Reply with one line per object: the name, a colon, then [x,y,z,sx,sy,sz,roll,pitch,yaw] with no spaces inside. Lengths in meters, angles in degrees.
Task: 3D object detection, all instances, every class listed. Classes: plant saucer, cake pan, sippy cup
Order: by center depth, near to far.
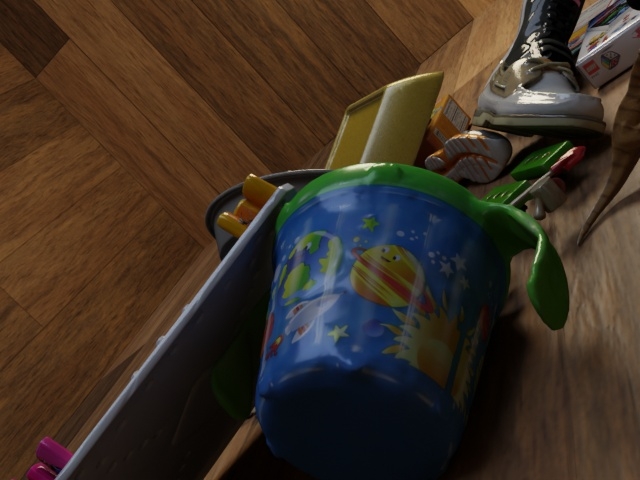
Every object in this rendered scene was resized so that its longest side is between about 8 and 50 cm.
sippy cup: [0.048,0.086,0.717,0.224,0.240,0.305,-73,7,-49]
cake pan: [0.000,0.000,1.027,0.293,0.293,0.054,-31,53,50]
plant saucer: [0.078,-0.143,1.489,0.333,0.081,0.332,176,114,-75]

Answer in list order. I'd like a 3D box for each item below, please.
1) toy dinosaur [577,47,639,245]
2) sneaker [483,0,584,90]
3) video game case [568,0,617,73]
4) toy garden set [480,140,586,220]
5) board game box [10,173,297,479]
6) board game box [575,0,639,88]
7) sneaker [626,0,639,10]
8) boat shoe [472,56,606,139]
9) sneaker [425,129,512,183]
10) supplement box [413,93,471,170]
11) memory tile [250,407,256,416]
toy dinosaur: [0.313,-0.102,0.807,0.064,0.112,0.211,-129,43,-59]
sneaker: [0.368,-0.318,1.264,0.295,0.105,0.147,-64,19,10]
video game case: [0.431,-0.337,1.451,0.204,0.025,0.285,-30,16,50]
toy garden set: [0.209,-0.014,0.917,0.244,0.049,0.204,-43,4,-6]
board game box: [-0.140,0.159,0.906,0.390,0.050,0.390,-54,-17,-17]
board game box: [0.508,-0.350,1.135,0.305,0.053,0.193,-35,13,37]
sneaker: [0.487,-0.339,0.947,0.316,0.128,0.182,-9,71,57]
boat shoe: [0.284,-0.193,1.080,0.302,0.113,0.103,-139,60,-74]
sneaker: [0.236,-0.138,1.244,0.083,0.084,0.215,-36,10,-15]
supplement box: [0.217,-0.189,1.516,0.078,0.080,0.233,-37,11,32]
memory tile: [-0.086,0.220,1.201,0.113,0.012,0.148,-49,13,-29]
